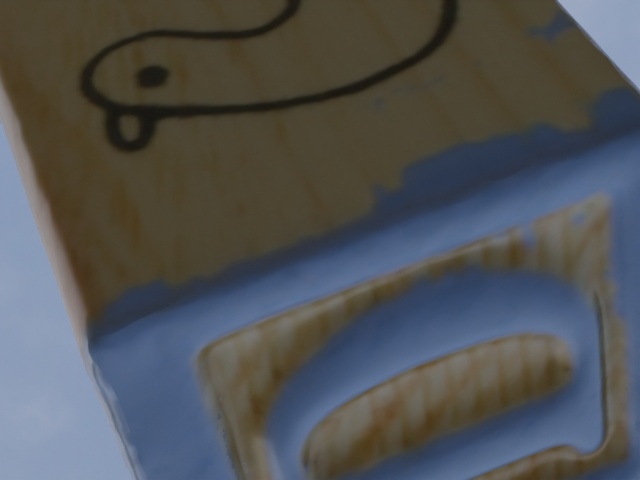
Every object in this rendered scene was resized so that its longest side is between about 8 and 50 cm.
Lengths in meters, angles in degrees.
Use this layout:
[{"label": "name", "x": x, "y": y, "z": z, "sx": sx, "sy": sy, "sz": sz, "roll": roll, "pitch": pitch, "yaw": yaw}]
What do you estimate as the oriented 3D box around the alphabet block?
[{"label": "alphabet block", "x": 0.000, "y": 0.000, "z": 0.533, "sx": 0.192, "sy": 0.193, "sz": 0.197, "roll": -20, "pitch": -136, "yaw": -10}]
